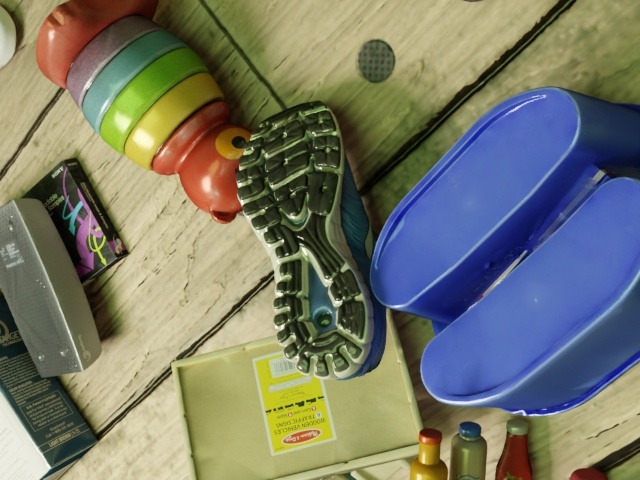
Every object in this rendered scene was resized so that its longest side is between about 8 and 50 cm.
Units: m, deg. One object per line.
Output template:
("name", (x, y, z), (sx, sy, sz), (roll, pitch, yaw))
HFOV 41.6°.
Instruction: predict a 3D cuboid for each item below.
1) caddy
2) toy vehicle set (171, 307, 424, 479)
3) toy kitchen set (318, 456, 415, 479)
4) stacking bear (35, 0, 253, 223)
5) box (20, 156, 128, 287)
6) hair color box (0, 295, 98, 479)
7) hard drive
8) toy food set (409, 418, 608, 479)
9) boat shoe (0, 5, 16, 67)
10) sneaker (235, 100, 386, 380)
("caddy", (0.215, 0.018, 0.799), (0.341, 0.179, 0.241), (-48, 54, 30))
("toy vehicle set", (-0.026, 0.187, 0.954), (0.267, 0.035, 0.166), (-14, 69, 4))
("toy kitchen set", (-0.004, 0.215, 1.025), (0.207, 0.122, 0.166), (39, 119, -6))
("stacking bear", (-0.177, -0.150, 1.002), (0.289, 0.175, 0.164), (46, 142, 3))
("box", (-0.355, -0.021, 1.205), (0.116, 0.029, 0.162), (-33, 83, 32))
("hair color box", (-0.514, 0.229, 1.309), (0.174, 0.105, 0.347), (-43, 79, 30))
("hard drive", (-0.404, 0.069, 1.214), (0.172, 0.054, 0.254), (-17, 96, 49))
("toy food set", (0.214, 0.251, 0.881), (0.232, 0.111, 0.104), (5, 104, 17))
("boat shoe", (-0.575, -0.311, 1.223), (0.301, 0.102, 0.108), (19, 110, 26))
("sneaker", (0.000, 0.000, 0.933), (0.130, 0.147, 0.330), (-16, 68, 17))
